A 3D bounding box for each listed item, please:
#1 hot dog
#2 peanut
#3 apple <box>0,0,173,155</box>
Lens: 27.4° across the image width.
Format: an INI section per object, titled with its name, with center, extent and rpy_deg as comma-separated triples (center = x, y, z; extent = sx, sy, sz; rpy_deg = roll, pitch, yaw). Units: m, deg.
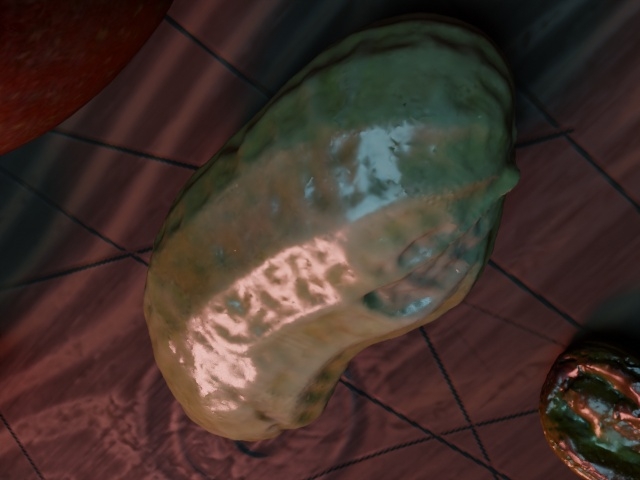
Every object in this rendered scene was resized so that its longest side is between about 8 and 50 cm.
[hot dog]
center = 0.221, 0.125, 0.889
extent = 0.147, 0.065, 0.099
rpy_deg = 28, 111, 0
[peanut]
center = -0.004, -0.004, 0.824
extent = 0.174, 0.158, 0.340
rpy_deg = 25, 131, -36
[apple]
center = -0.242, -0.200, 0.695
extent = 0.348, 0.277, 0.349
rpy_deg = 6, 119, 11
